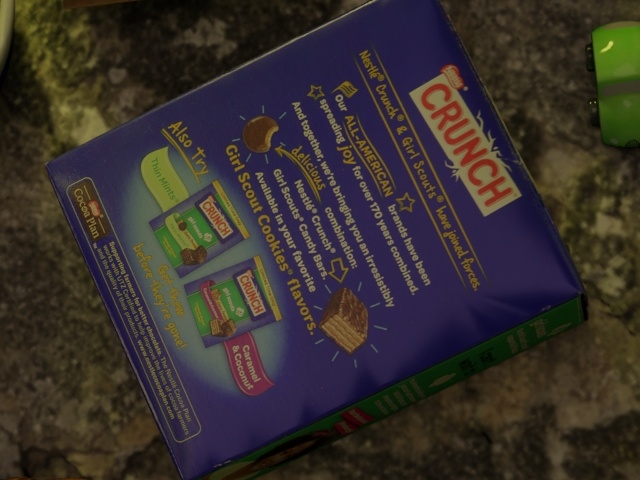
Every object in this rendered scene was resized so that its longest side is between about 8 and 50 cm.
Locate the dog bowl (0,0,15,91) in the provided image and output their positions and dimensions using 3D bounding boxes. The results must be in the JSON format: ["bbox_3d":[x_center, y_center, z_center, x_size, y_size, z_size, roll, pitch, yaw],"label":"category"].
[{"bbox_3d":[-0.368,-0.175,1.419,0.264,0.104,0.265,2,79,-9],"label":"dog bowl"}]

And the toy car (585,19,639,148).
[{"bbox_3d":[0.229,-0.184,1.394,0.239,0.053,0.225,-6,80,7],"label":"toy car"}]

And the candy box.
[{"bbox_3d":[0.000,0.000,1.362,0.317,0.122,0.268,-26,77,4],"label":"candy box"}]

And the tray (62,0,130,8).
[{"bbox_3d":[-0.124,-0.393,1.390,0.202,0.076,0.411,-6,104,7],"label":"tray"}]

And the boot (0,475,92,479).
[{"bbox_3d":[-0.218,0.242,1.336,0.152,0.197,0.073,7,118,16],"label":"boot"}]
